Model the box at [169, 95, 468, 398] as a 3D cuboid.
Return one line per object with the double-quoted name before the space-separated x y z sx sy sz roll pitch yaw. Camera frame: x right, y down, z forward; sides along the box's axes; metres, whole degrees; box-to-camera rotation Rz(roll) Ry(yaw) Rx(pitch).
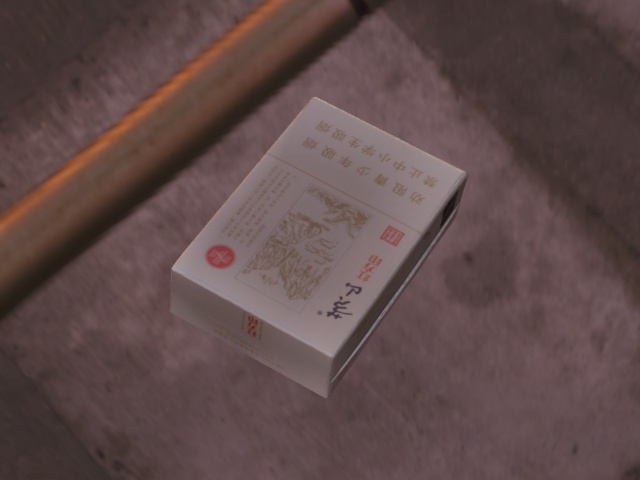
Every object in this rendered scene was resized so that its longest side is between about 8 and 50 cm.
"box" 0.000 0.000 1.225 0.141 0.058 0.201 27 54 13
